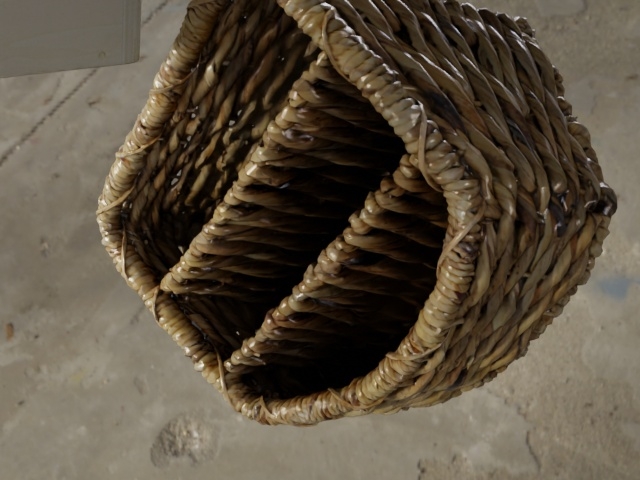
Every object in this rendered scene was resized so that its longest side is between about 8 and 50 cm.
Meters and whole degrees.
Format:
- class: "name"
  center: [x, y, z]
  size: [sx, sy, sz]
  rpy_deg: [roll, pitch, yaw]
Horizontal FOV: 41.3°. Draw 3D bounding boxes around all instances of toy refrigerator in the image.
- class: "toy refrigerator"
  center: [-0.210, -0.197, 0.526]
  size: [0.102, 0.094, 0.269]
  rpy_deg: [-15, 44, -30]

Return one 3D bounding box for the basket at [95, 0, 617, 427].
- class: "basket"
  center: [0.000, 0.000, 0.550]
  size: [0.223, 0.299, 0.213]
  rpy_deg: [6, 56, -31]
